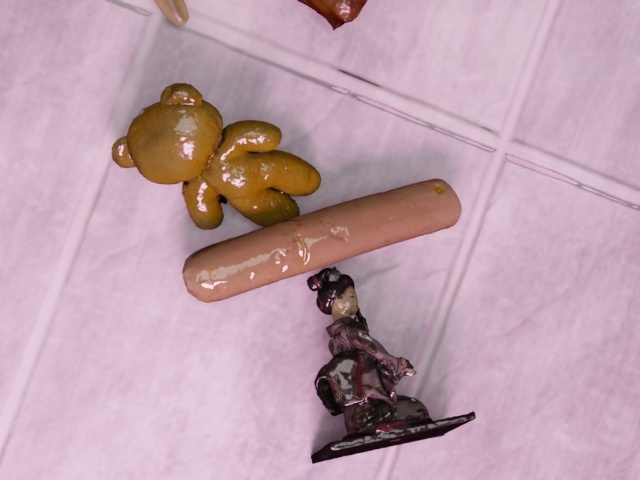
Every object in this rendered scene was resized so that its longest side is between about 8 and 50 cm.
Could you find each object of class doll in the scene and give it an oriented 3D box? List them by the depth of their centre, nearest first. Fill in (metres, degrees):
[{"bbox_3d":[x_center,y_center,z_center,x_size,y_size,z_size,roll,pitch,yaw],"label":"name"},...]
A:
[{"bbox_3d":[-0.103,-0.084,1.472,0.209,0.097,0.137,29,118,-26],"label":"doll"}]

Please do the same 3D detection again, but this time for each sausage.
[{"bbox_3d":[0.001,-0.001,1.481,0.301,0.066,0.066,-19,95,-16],"label":"sausage"}]

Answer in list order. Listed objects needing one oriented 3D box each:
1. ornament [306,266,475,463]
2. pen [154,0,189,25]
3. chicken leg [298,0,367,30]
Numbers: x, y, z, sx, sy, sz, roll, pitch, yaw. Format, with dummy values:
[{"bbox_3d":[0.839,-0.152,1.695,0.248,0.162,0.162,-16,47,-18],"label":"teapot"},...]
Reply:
[{"bbox_3d":[0.052,0.117,1.481,0.153,0.166,0.196,-12,79,-11],"label":"ornament"},{"bbox_3d":[-0.199,-0.326,1.465,0.040,0.032,0.233,-37,100,-31],"label":"pen"},{"bbox_3d":[-0.023,-0.367,1.475,0.113,0.093,0.304,-16,103,7],"label":"chicken leg"}]
